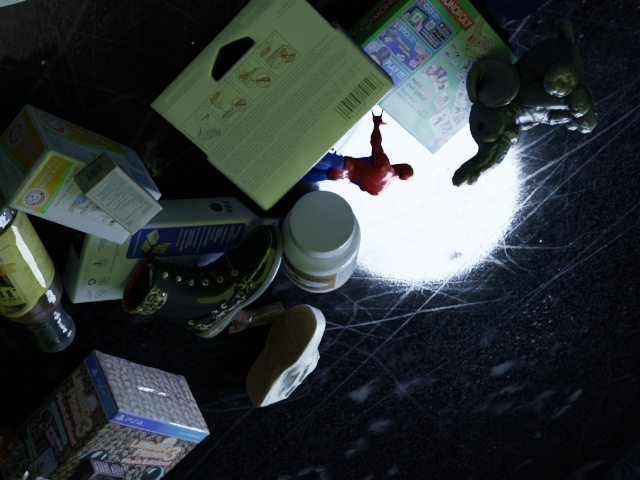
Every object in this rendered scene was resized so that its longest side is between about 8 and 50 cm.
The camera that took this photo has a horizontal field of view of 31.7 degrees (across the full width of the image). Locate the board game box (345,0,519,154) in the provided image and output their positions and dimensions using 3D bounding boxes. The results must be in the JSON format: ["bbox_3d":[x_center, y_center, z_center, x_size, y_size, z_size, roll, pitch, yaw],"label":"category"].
[{"bbox_3d":[0.175,-0.282,1.783,0.213,0.046,0.317,-42,141,11],"label":"board game box"}]

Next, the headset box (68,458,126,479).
[{"bbox_3d":[-0.387,0.410,1.940,0.062,0.032,0.083,-45,142,16],"label":"headset box"}]

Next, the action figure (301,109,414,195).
[{"bbox_3d":[0.011,-0.142,1.804,0.281,0.139,0.091,6,135,-9],"label":"action figure"}]

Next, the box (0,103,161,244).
[{"bbox_3d":[-0.345,-0.090,1.578,0.103,0.114,0.203,-49,141,16],"label":"box"}]

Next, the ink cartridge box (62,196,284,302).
[{"bbox_3d":[-0.235,0.012,1.812,0.333,0.065,0.165,-2,134,-31],"label":"ink cartridge box"}]

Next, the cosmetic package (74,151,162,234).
[{"bbox_3d":[-0.274,-0.063,1.532,0.060,0.041,0.115,-41,141,-1],"label":"cosmetic package"}]

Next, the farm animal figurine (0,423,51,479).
[{"bbox_3d":[-0.615,0.445,1.831,0.330,0.327,0.172,-46,156,-10],"label":"farm animal figurine"}]

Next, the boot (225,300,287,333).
[{"bbox_3d":[-0.113,0.125,2.042,0.114,0.037,0.106,-12,151,-20],"label":"boot"}]

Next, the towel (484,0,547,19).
[{"bbox_3d":[0.283,-0.466,1.641,0.228,0.076,0.308,-39,143,21],"label":"towel"}]

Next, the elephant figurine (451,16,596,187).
[{"bbox_3d":[0.304,-0.218,1.796,0.239,0.186,0.169,-18,111,23],"label":"elephant figurine"}]

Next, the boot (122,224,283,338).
[{"bbox_3d":[-0.183,0.053,1.774,0.179,0.085,0.236,19,121,-43],"label":"boot"}]

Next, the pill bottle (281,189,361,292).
[{"bbox_3d":[0.000,0.000,1.841,0.131,0.131,0.229,-26,167,-8],"label":"pill bottle"}]

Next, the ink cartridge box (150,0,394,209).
[{"bbox_3d":[-0.071,-0.217,1.650,0.275,0.060,0.239,-43,108,13],"label":"ink cartridge box"}]

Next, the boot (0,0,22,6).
[{"bbox_3d":[-0.449,-0.329,1.269,0.244,0.088,0.176,-27,143,-20],"label":"boot"}]

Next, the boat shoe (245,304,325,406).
[{"bbox_3d":[-0.049,0.215,2.145,0.096,0.098,0.277,-1,142,-34],"label":"boat shoe"}]

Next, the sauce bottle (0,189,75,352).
[{"bbox_3d":[-0.448,0.049,1.665,0.111,0.111,0.344,-26,141,-8],"label":"sauce bottle"}]

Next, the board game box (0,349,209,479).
[{"bbox_3d":[-0.393,0.364,2.028,0.291,0.141,0.232,-45,141,17],"label":"board game box"}]
